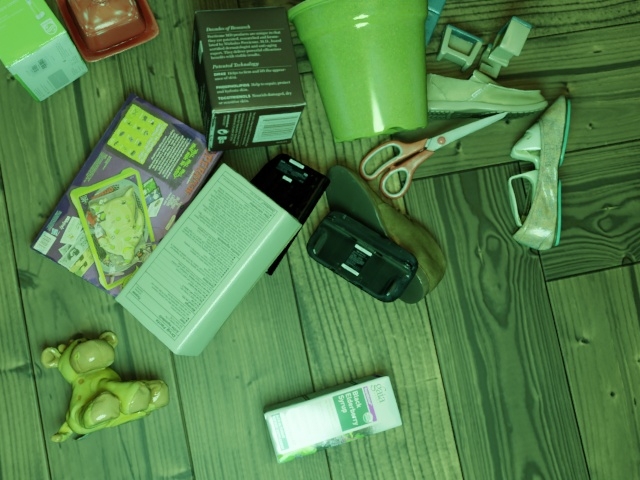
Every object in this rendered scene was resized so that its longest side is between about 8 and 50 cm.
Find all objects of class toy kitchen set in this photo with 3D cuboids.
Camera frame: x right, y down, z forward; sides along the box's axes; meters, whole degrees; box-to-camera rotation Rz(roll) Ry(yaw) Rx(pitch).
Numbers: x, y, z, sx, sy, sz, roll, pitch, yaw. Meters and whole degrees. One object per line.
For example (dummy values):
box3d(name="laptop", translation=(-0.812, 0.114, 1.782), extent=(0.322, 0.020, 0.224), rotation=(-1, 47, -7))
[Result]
box3d(name="toy kitchen set", translation=(0.287, -0.426, 1.466), extent=(0.207, 0.166, 0.122), rotation=(23, 79, -4))

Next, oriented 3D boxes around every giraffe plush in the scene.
box3d(name="giraffe plush", translation=(-0.393, 0.244, 1.325), extent=(0.210, 0.181, 0.170), rotation=(-27, 75, 25))

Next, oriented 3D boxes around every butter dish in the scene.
box3d(name="butter dish", translation=(-0.406, -0.440, 1.406), extent=(0.160, 0.118, 0.160), rotation=(-25, 87, -9))

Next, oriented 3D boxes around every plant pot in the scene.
box3d(name="plant pot", translation=(0.094, -0.320, 1.401), extent=(0.276, 0.276, 0.253), rotation=(-12, 96, -8))

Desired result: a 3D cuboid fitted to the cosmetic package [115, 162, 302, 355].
box3d(name="cosmetic package", translation=(-0.195, 0.037, 1.339), extent=(0.160, 0.113, 0.309), rotation=(39, 90, 16))

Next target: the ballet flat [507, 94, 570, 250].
box3d(name="ballet flat", translation=(0.429, -0.141, 1.487), extent=(0.106, 0.107, 0.315), rotation=(6, 82, 7))

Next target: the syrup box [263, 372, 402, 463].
box3d(name="syrup box", translation=(0.021, 0.323, 1.382), extent=(0.237, 0.096, 0.093), rotation=(-15, 85, -8))

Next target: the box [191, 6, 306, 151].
box3d(name="box", translation=(-0.137, -0.292, 1.375), extent=(0.167, 0.168, 0.203), rotation=(-8, 74, -14))

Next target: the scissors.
box3d(name="scissors", translation=(0.213, -0.194, 1.460), extent=(0.297, 0.021, 0.109), rotation=(-37, 91, 10))

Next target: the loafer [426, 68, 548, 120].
box3d(name="loafer", translation=(0.319, -0.290, 1.488), extent=(0.269, 0.102, 0.092), rotation=(0, 89, -7))

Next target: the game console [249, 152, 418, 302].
box3d(name="game console", translation=(0.000, 0.000, 1.386), extent=(0.361, 0.044, 0.213), rotation=(31, 86, 16))

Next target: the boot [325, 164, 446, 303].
box3d(name="boot", translation=(0.124, -0.026, 1.452), extent=(0.115, 0.112, 0.305), rotation=(-31, 82, -40))

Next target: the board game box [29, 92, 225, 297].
box3d(name="board game box", translation=(-0.355, -0.079, 1.408), extent=(0.208, 0.056, 0.346), rotation=(30, 81, 1))

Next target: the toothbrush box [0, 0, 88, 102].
box3d(name="toothbrush box", translation=(-0.559, -0.416, 1.340), extent=(0.122, 0.206, 0.283), rotation=(-34, 89, -9))
